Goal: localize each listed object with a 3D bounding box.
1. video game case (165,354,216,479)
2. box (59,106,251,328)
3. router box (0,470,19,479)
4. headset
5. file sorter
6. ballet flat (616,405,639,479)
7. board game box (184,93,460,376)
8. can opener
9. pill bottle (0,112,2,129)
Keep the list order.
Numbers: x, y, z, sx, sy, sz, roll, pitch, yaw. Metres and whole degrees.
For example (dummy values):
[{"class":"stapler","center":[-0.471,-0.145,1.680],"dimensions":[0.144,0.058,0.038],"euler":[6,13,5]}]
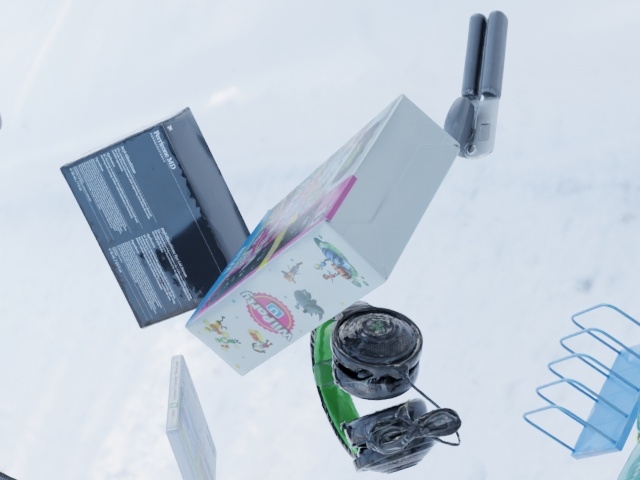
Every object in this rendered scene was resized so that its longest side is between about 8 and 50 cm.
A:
[{"class":"video game case","center":[-0.202,0.319,2.094],"dimensions":[0.023,0.212,0.193],"euler":[-12,31,4]},{"class":"box","center":[-0.220,-0.031,1.882],"dimensions":[0.184,0.261,0.103],"euler":[-20,12,27]},{"class":"router box","center":[-0.428,0.281,1.565],"dimensions":[0.046,0.133,0.179],"euler":[-65,16,-20]},{"class":"headset","center":[0.066,0.222,1.852],"dimensions":[0.394,0.185,0.243],"euler":[11,114,64]},{"class":"file sorter","center":[0.357,0.181,1.731],"dimensions":[0.170,0.104,0.118],"euler":[-59,9,-22]},{"class":"ballet flat","center":[0.316,0.183,1.172],"dimensions":[0.077,0.077,0.231],"euler":[-39,10,43]},{"class":"board game box","center":[0.000,0.000,1.491],"dimensions":[0.303,0.097,0.224],"euler":[-39,13,48]},{"class":"can opener","center":[0.272,-0.270,2.276],"dimensions":[0.074,0.093,0.280],"euler":[-1,68,31]},{"class":"pill bottle","center":[-0.512,-0.124,1.514],"dimensions":[0.264,0.153,0.153],"euler":[-35,13,-17]}]
